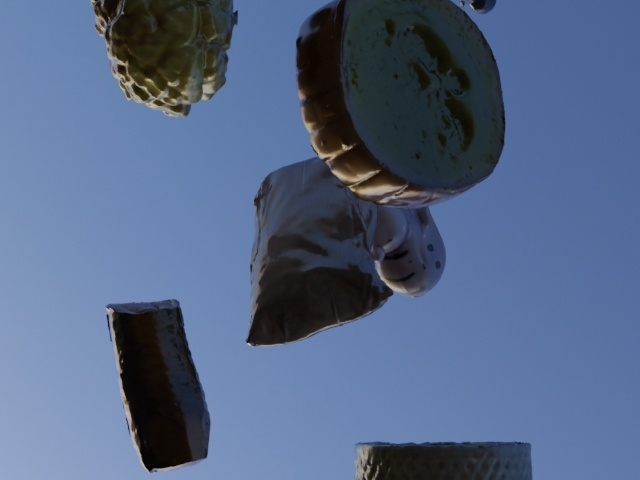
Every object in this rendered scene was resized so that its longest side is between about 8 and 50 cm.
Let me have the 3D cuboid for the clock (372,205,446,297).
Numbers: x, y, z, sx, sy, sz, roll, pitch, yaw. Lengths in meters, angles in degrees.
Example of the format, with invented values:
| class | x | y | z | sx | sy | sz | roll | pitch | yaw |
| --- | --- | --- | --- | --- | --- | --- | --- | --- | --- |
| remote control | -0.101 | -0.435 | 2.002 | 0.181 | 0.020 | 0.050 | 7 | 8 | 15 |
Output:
| class | x | y | z | sx | sy | sz | roll | pitch | yaw |
| --- | --- | --- | --- | --- | --- | --- | --- | --- | --- |
| clock | 0.103 | 0.007 | 1.312 | 0.080 | 0.117 | 0.176 | -8 | -65 | 37 |

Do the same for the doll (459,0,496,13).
| class | x | y | z | sx | sy | sz | roll | pitch | yaw |
| --- | --- | --- | --- | --- | --- | --- | --- | --- | --- |
| doll | 0.159 | -0.302 | 1.131 | 0.027 | 0.125 | 0.037 | 26 | -88 | 58 |

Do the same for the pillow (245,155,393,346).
| class | x | y | z | sx | sy | sz | roll | pitch | yaw |
| --- | --- | --- | --- | --- | --- | --- | --- | --- | --- |
| pillow | 0.000 | 0.000 | 1.131 | 0.173 | 0.270 | 0.067 | -11 | -43 | 10 |

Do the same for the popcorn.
| class | x | y | z | sx | sy | sz | roll | pitch | yaw |
| --- | --- | --- | --- | --- | --- | --- | --- | --- | --- |
| popcorn | -0.144 | -0.210 | 0.955 | 0.142 | 0.173 | 0.173 | -13 | -80 | 7 |

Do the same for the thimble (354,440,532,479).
| class | x | y | z | sx | sy | sz | roll | pitch | yaw |
| --- | --- | --- | --- | --- | --- | --- | --- | --- | --- |
| thimble | 0.180 | 0.366 | 1.394 | 0.271 | 0.271 | 0.150 | -7 | -102 | 33 |

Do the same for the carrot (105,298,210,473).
| class | x | y | z | sx | sy | sz | roll | pitch | yaw |
| --- | --- | --- | --- | --- | --- | --- | --- | --- | --- |
| carrot | -0.155 | 0.135 | 0.935 | 0.082 | 0.082 | 0.173 | -22 | -102 | 34 |

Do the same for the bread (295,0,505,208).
| class | x | y | z | sx | sy | sz | roll | pitch | yaw |
| --- | --- | --- | --- | --- | --- | --- | --- | --- | --- |
| bread | 0.082 | -0.145 | 0.957 | 0.070 | 0.236 | 0.236 | -21 | -85 | 56 |
